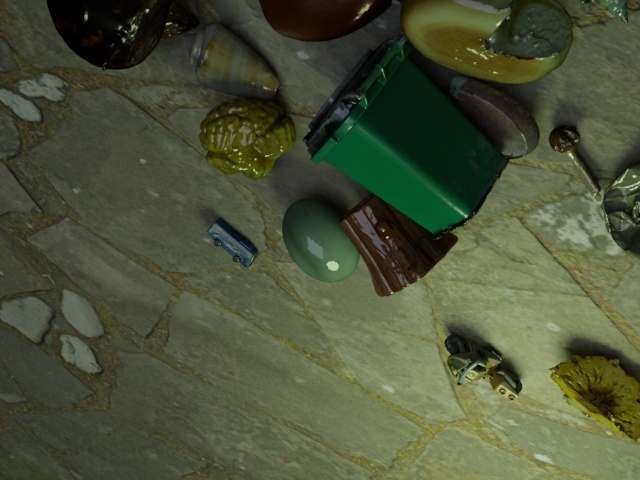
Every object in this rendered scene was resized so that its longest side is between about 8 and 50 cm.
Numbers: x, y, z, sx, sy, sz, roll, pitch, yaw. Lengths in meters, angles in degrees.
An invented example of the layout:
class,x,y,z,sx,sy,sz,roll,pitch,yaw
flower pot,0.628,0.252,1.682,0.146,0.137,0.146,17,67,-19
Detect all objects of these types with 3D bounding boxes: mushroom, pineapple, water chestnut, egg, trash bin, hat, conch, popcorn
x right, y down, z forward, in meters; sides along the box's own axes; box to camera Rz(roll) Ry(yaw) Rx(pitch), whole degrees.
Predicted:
class,x,y,z,sx,sy,sz,roll,pitch,yaw
mushroom,0.555,-0.167,1.536,0.061,0.060,0.187,-31,104,34
pineapple,0.679,0.364,1.748,0.249,0.140,0.164,38,167,19
water chestnut,-0.444,-0.553,1.655,0.335,0.346,0.336,-1,89,52
egg,0.000,0.000,1.794,0.168,0.168,0.231,-34,98,33
trash bin,0.190,-0.211,1.518,0.381,0.259,0.295,37,159,-7
hat,0.733,-0.069,1.508,0.244,0.149,0.215,-6,109,-14
conch,-0.219,-0.410,1.701,0.255,0.127,0.158,31,123,5
popcorn,-0.177,-0.250,1.746,0.226,0.203,0.200,-37,91,-4
conch,0.543,-0.490,1.377,0.065,0.088,0.180,-31,96,-12

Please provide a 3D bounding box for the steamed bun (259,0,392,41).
class,x,y,z,sx,sy,sz,roll,pitch,yaw
steamed bun,0.057,-0.563,1.435,0.248,0.235,0.379,38,122,5

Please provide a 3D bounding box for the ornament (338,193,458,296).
class,x,y,z,sx,sy,sz,roll,pitch,yaw
ornament,0.168,-0.011,1.692,0.235,0.221,0.218,-37,91,15

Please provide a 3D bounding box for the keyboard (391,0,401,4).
class,x,y,z,sx,sy,sz,roll,pitch,yaw
keyboard,0.176,-0.525,1.351,0.017,0.055,0.166,30,130,10

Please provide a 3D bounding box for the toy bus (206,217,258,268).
class,x,y,z,sx,sy,sz,roll,pitch,yaw
toy bus,-0.240,0.007,1.974,0.153,0.051,0.061,40,118,0

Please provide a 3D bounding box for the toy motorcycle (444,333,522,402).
class,x,y,z,sx,sy,sz,roll,pitch,yaw
toy motorcycle,0.404,0.333,1.816,0.229,0.130,0.094,34,121,3

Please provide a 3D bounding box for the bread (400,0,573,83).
class,x,y,z,sx,sy,sz,roll,pitch,yaw
bread,0.315,-0.427,1.391,0.332,0.333,0.160,17,82,15

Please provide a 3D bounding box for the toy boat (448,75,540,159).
class,x,y,z,sx,sy,sz,roll,pitch,yaw
toy boat,0.370,-0.268,1.541,0.227,0.085,0.155,35,155,9
